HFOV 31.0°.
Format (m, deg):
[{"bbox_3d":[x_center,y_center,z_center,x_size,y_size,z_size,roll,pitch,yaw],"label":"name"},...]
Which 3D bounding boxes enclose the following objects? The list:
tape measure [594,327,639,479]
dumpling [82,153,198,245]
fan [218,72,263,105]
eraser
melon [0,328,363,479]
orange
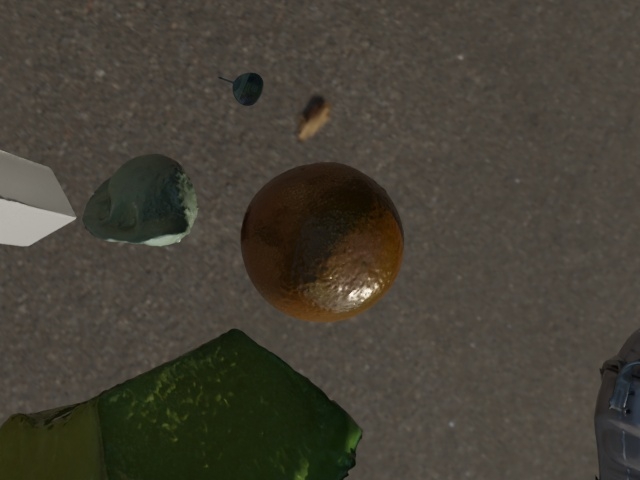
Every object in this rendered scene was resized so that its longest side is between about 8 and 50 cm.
[{"bbox_3d":[0.405,0.198,1.387,0.197,0.120,0.236,-44,134,-34],"label":"tape measure"},{"bbox_3d":[-0.242,-0.063,1.587,0.152,0.219,0.108,12,109,-23],"label":"dumpling"},{"bbox_3d":[-0.135,-0.280,2.061,0.060,0.080,0.003,-40,175,-4],"label":"fan"},{"bbox_3d":[-0.364,-0.050,1.272,0.078,0.076,0.298,-30,174,4],"label":"eraser"},{"bbox_3d":[-0.154,0.149,0.639,0.196,0.323,0.124,-8,79,-56],"label":"melon"},{"bbox_3d":[0.000,0.000,1.364,0.206,0.206,0.206,-18,124,-28],"label":"orange"}]
